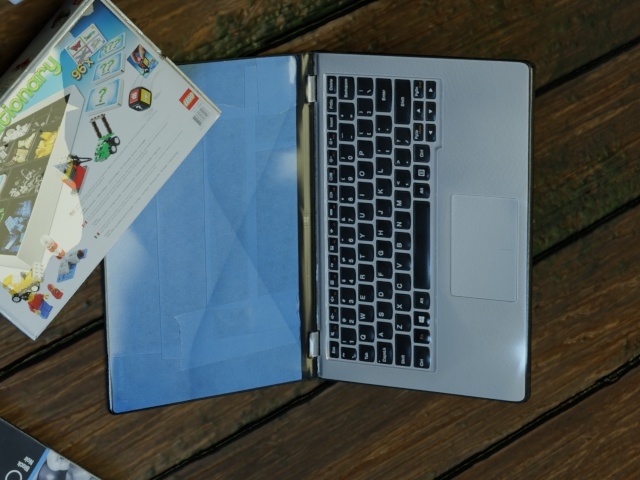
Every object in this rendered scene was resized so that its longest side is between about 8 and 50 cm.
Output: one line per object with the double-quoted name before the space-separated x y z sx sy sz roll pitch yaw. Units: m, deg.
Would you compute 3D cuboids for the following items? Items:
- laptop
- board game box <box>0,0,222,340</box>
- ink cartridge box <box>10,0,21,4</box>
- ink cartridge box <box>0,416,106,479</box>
"laptop" 0.000 0.000 2.091 0.236 0.408 0.381 -27 119 -62
"board game box" -0.263 -0.078 1.948 0.193 0.053 0.305 45 77 -27
"ink cartridge box" -0.362 -0.384 1.818 0.311 0.065 0.185 38 40 -30
"ink cartridge box" -0.330 0.313 2.058 0.206 0.045 0.208 37 82 -33
